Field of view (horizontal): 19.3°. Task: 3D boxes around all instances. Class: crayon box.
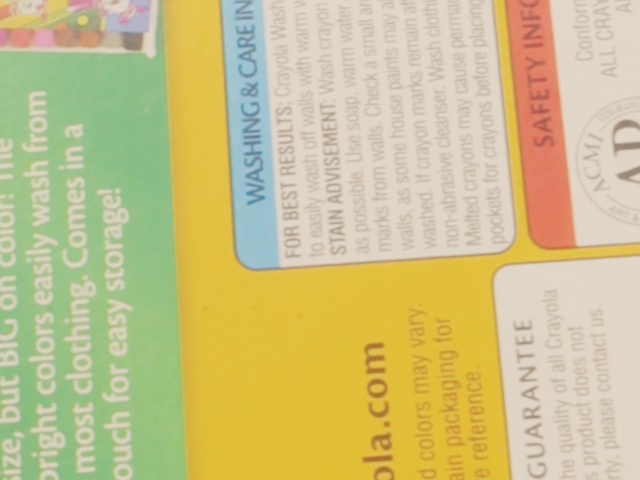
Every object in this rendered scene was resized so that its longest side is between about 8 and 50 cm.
[{"bbox_3d":[0.000,0.000,0.453,0.323,0.083,0.203,-4,75,-1],"label":"crayon box"}]
